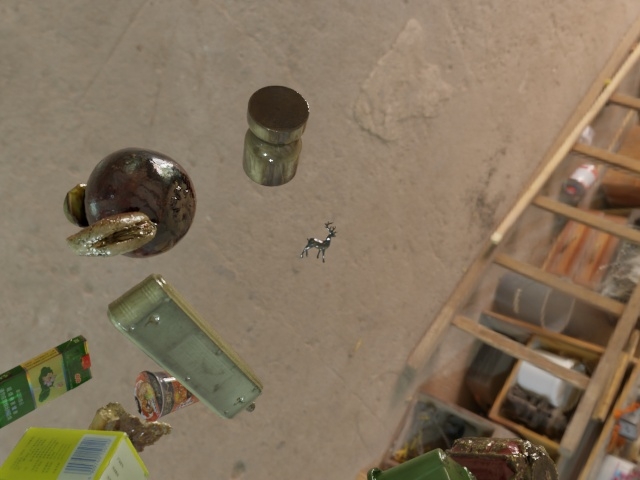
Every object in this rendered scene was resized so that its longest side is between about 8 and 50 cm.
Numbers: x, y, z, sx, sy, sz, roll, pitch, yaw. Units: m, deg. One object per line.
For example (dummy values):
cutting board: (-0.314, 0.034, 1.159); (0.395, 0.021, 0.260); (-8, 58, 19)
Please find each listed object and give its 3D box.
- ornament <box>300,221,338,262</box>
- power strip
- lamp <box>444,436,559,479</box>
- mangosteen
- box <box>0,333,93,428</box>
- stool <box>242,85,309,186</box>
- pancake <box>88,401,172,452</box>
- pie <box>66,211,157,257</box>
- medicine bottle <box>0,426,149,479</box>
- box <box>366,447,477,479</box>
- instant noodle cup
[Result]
ornament: (0.000, 0.000, 1.707); (0.073, 0.028, 0.125); (15, 121, -19)
power strip: (-0.187, 0.181, 0.993); (0.092, 0.066, 0.387); (-37, 138, -7)
lamp: (0.403, 0.540, 1.469); (0.177, 0.274, 0.177); (12, 70, -36)
mangosteen: (-0.497, -0.102, 1.727); (0.330, 0.330, 0.330); (-13, 111, -38)
box: (-0.643, 0.322, 1.478); (0.235, 0.034, 0.132); (-28, 137, -39)
stool: (-0.139, -0.307, 1.924); (0.179, 0.179, 0.264); (-36, 162, -28)
pancake: (-0.491, 0.516, 1.677); (0.244, 0.057, 0.266); (-5, 126, -38)
pie: (-0.457, -0.016, 1.398); (0.193, 0.163, 0.079); (-32, 114, -50)
medicine bottle: (-0.492, 0.469, 1.274); (0.141, 0.250, 0.137); (-69, 150, -49)
box: (0.246, 0.574, 1.211); (0.178, 0.328, 0.253); (-31, 137, 12)
instant noodle cup: (-0.372, 0.375, 1.598); (0.136, 0.127, 0.127); (-1, 103, -48)
